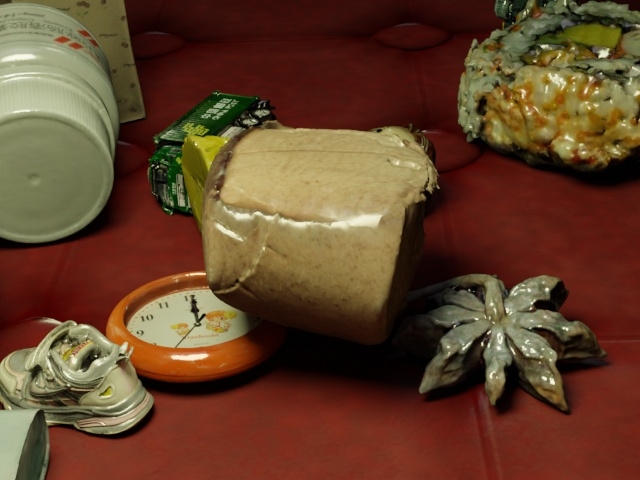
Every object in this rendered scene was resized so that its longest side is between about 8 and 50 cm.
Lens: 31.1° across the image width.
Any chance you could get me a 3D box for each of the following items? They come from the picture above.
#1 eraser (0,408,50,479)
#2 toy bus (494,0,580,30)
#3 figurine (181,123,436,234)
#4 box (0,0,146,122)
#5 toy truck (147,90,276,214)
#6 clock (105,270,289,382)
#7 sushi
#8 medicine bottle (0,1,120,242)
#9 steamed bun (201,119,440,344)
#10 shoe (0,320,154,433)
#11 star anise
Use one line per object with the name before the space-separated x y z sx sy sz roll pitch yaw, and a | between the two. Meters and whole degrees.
eraser | -0.379 0.226 1.055 0.227 0.081 0.174 -1 33 0
toy bus | 0.381 -0.464 1.950 0.121 0.335 0.123 21 32 35
figurine | -0.001 -0.086 1.478 0.315 0.168 0.187 -14 5 -17
box | -0.418 -0.337 1.832 0.190 0.297 0.225 -20 34 -22
toy truck | -0.155 -0.128 1.652 0.121 0.088 0.259 10 31 19
clock | -0.137 0.096 1.289 0.205 0.051 0.205 -1 27 0
sushi | 0.394 -0.236 1.705 0.418 0.175 0.417 -2 30 1
medicine bottle | -0.396 -0.161 1.567 0.245 0.245 0.306 -9 37 -11
steamed bun | 0.000 0.000 1.243 0.252 0.199 0.301 5 23 9
shoe | -0.261 0.136 1.189 0.180 0.092 0.089 10 33 22
star anise | 0.179 0.093 1.247 0.230 0.081 0.262 -32 42 -24
